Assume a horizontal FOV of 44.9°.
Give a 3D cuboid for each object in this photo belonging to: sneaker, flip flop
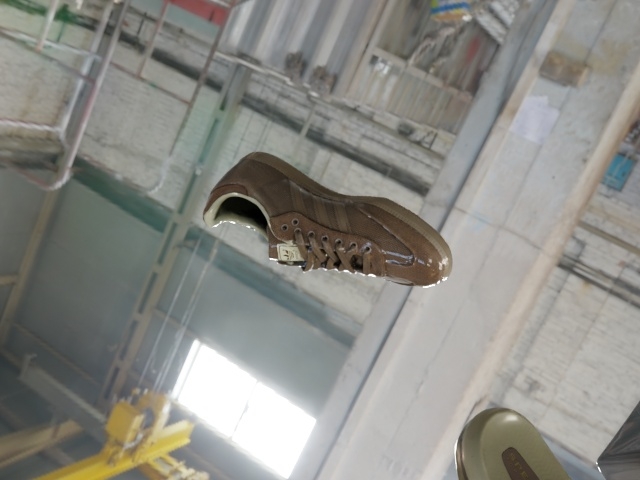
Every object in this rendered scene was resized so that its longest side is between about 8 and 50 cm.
[{"bbox_3d":[0.000,0.000,0.560,0.188,0.066,0.071,25,-126,26],"label":"sneaker"},{"bbox_3d":[0.201,0.228,0.527,0.112,0.080,0.277,-15,-114,-47],"label":"flip flop"}]

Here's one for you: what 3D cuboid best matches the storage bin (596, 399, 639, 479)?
[{"bbox_3d":[0.299,0.169,0.654,0.135,0.091,0.098,-35,-87,-37],"label":"storage bin"}]
